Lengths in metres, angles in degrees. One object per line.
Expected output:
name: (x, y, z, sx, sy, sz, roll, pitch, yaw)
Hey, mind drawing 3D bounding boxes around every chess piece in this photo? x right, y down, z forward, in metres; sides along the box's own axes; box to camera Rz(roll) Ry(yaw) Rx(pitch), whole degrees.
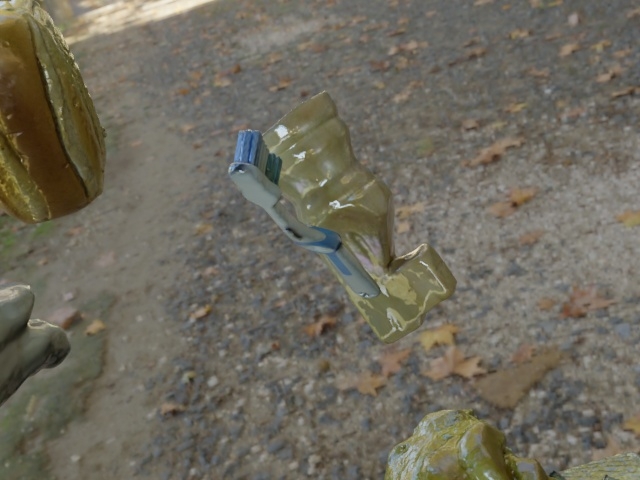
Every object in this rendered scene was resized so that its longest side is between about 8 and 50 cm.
chess piece: (0.036, -0.021, 1.007, 0.137, 0.301, 0.137, -34, 4, 3)

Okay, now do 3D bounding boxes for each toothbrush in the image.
toothbrush: (-0.001, 0.004, 0.727, 0.040, 0.040, 0.386, -5, -20, 15)

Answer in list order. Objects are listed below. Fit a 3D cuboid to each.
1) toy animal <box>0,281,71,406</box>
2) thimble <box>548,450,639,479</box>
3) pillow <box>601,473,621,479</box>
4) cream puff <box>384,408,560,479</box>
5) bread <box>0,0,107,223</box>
toy animal: (-0.306, 0.184, 0.598, 0.308, 0.266, 0.188, -16, 42, -28)
thimble: (0.515, 0.509, 1.465, 0.150, 0.271, 0.271, -17, 22, -2)
pillow: (0.339, 0.356, 0.884, 0.185, 0.075, 0.302, 43, 24, 21)
cream puff: (0.234, 0.428, 1.338, 0.274, 0.323, 0.270, -54, -19, 3)
bread: (-0.304, -0.123, 0.867, 0.140, 0.236, 0.106, -16, 38, 1)
